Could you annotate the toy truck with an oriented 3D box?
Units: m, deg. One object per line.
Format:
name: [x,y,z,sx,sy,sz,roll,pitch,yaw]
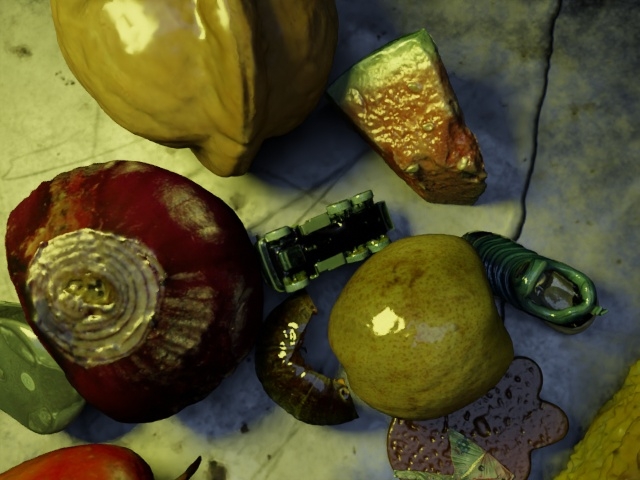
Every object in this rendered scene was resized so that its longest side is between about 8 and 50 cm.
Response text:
toy truck: [0.000,0.000,0.953,0.191,0.116,0.085,-25,95,-18]

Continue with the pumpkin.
pumpkin: [-0.030,0.166,0.918,0.107,0.119,0.184,-22,73,-12]

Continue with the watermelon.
watermelon: [0.128,-0.144,0.955,0.139,0.193,0.257,-35,92,-2]

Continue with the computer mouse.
computer mouse: [-0.438,0.147,0.955,0.379,0.090,0.167,9,114,29]

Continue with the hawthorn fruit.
hawthorn fruit: [-0.276,0.356,0.861,0.300,0.254,0.254,-35,77,-28]

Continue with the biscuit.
biscuit: [0.200,0.247,0.924,0.236,0.039,0.180,-24,80,0]

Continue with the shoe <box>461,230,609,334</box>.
shoe: [0.275,0.048,0.925,0.207,0.106,0.092,28,81,15]

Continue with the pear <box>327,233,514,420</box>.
pear: [0.116,0.105,0.872,0.211,0.188,0.229,-17,51,3]

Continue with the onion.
onion: [-0.213,0.040,0.875,0.260,0.282,0.337,-31,78,3]

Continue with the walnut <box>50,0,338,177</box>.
walnut: [-0.151,-0.290,0.912,0.383,0.383,0.384,-1,78,5]

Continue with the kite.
kite: [0.171,0.310,0.898,0.152,0.005,0.137,-7,80,6]

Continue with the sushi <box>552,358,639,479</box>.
sushi: [0.488,0.304,0.789,0.351,0.240,0.397,37,86,10]
